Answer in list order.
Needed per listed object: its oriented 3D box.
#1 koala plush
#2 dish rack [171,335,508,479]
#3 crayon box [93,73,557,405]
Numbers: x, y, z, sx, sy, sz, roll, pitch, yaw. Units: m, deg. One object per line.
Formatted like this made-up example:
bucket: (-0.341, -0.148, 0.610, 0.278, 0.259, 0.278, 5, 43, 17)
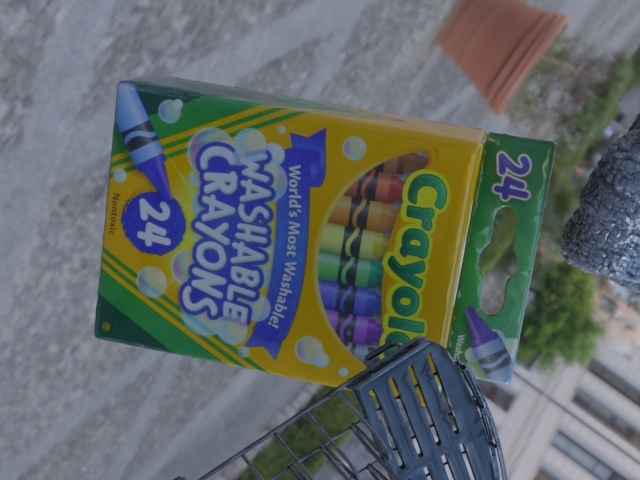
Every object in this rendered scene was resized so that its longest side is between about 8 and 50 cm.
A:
koala plush: (0.309, 0.001, 0.821, 0.203, 0.221, 0.196, -15, 137, -61)
dish rack: (0.005, 0.192, 0.688, 0.271, 0.074, 0.208, -32, 127, -14)
crayon box: (0.000, 0.000, 0.859, 0.083, 0.323, 0.203, -50, 149, -73)
